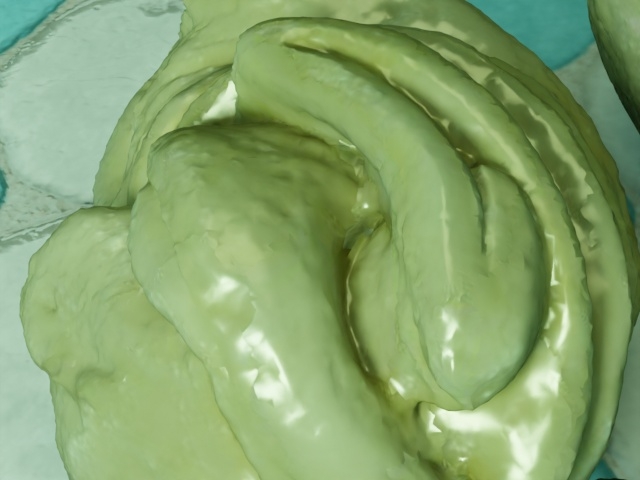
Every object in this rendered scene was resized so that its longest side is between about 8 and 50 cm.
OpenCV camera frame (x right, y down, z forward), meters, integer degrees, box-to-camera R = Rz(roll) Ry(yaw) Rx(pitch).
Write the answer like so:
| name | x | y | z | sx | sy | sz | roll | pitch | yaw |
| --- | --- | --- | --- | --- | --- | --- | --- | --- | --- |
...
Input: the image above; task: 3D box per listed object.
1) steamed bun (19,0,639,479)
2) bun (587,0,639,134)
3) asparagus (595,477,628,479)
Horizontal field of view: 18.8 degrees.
| name | x | y | z | sx | sy | sz | roll | pitch | yaw |
| --- | --- | --- | --- | --- | --- | --- | --- | --- | --- |
| steamed bun | 0.004 | 0.003 | 0.994 | 0.324 | 0.230 | 0.372 | 1 | 48 | 17 |
| bun | 0.286 | -0.145 | 1.023 | 0.326 | 0.362 | 0.234 | -4 | 13 | 41 |
| asparagus | 0.188 | 0.236 | 0.832 | 0.085 | 0.082 | 0.343 | -7 | 45 | -6 |
